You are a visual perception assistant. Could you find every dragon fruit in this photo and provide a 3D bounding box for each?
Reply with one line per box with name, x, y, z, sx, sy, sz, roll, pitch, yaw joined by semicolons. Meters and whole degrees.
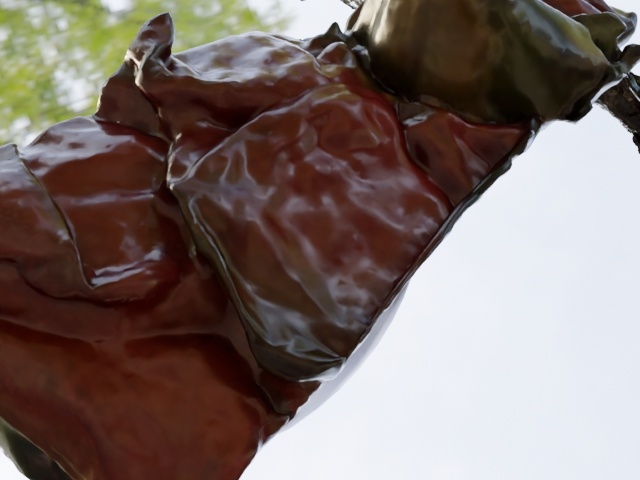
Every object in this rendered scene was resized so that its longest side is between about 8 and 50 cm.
dragon fruit;0.012;0.003;0.454;0.092;0.192;0.122;23;-35;47

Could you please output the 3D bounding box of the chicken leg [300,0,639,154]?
chicken leg;0.074;-0.109;0.953;0.253;0.106;0.051;30;-99;16
